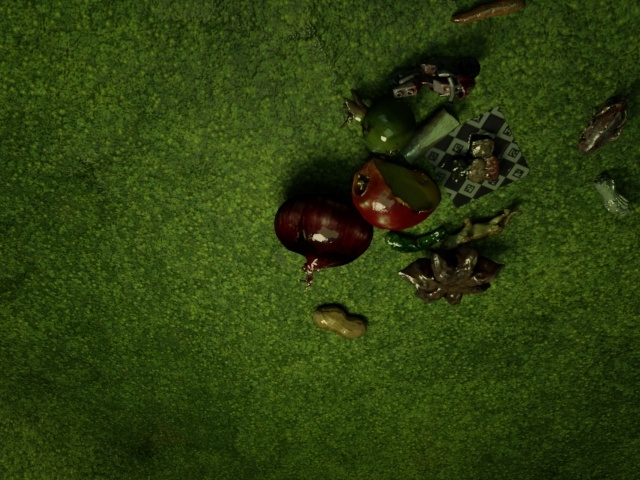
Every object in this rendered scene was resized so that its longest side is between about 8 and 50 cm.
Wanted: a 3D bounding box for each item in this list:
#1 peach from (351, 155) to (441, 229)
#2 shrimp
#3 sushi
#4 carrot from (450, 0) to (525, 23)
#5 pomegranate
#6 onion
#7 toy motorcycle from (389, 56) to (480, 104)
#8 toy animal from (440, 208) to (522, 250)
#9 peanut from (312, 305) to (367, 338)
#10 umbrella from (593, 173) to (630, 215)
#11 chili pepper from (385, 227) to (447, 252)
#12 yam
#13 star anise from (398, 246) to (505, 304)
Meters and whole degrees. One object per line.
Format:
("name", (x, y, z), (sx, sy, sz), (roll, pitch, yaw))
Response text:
("peach", (0.199, -0.104, 1.390), (0.268, 0.158, 0.154), (4, 156, -44))
("shrimp", (0.703, -0.292, 1.299), (0.075, 0.073, 0.190), (10, 132, -9))
("sushi", (0.415, -0.202, 1.397), (0.220, 0.047, 0.231), (-26, 121, 21))
("carrot", (0.373, -0.513, 1.180), (0.165, 0.035, 0.035), (-9, 125, 13))
("pomegranate", (0.137, -0.290, 1.295), (0.191, 0.131, 0.152), (31, 162, -2))
("onion", (0.000, 0.000, 1.439), (0.273, 0.284, 0.273), (15, 169, 3))
("toy motorcycle", (0.270, -0.370, 1.240), (0.213, 0.122, 0.082), (-7, 139, 10))
("toy animal", (0.454, -0.033, 1.506), (0.241, 0.056, 0.099), (-21, 159, 11))
("peanut", (0.067, 0.271, 1.752), (0.193, 0.089, 0.089), (24, 124, -19))
("umbrella", (0.789, -0.120, 1.425), (0.143, 0.067, 0.062), (46, 76, -17))
("chili pepper", (0.282, 0.002, 1.556), (0.182, 0.050, 0.073), (-8, 116, 6))
("yam", (0.273, -0.266, 1.347), (0.068, 0.068, 0.169), (39, 121, -22))
("star anise", (0.371, 0.108, 1.566), (0.316, 0.108, 0.315), (-6, 149, -4))
